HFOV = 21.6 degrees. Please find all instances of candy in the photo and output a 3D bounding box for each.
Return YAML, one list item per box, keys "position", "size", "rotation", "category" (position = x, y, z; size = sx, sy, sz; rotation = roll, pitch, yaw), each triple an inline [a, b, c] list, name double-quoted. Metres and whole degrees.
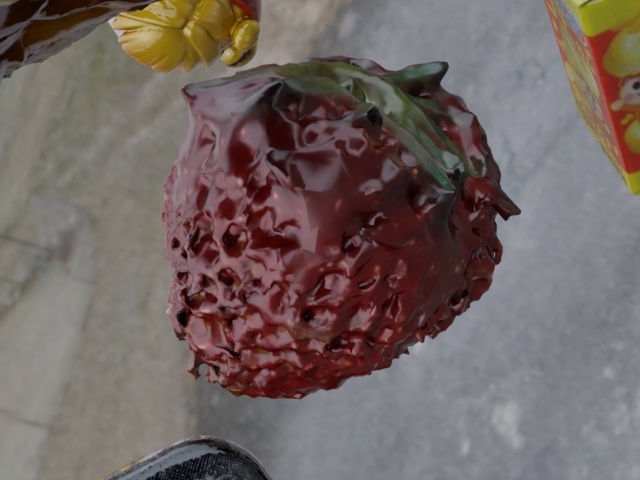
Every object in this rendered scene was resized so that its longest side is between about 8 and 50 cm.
- position: [0.274, -0.182, 1.546]
  size: [0.088, 0.276, 0.146]
  rotation: [-25, 50, 2]
  category: "candy"

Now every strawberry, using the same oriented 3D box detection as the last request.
- position: [0.000, 0.000, 0.862]
  size: [0.201, 0.184, 0.187]
  rotation: [-63, 27, 23]
  category: "strawberry"

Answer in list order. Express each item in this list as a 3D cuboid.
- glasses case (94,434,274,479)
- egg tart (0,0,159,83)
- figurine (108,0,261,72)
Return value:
- position: [-0.166, 0.232, 1.037]
  size: [0.321, 0.122, 0.082]
  rotation: [-28, 7, 0]
  category: "glasses case"
- position: [-0.170, -0.122, 0.592]
  size: [0.443, 0.178, 0.443]
  rotation: [-28, 8, 4]
  category: "egg tart"
- position: [-0.187, -0.320, 2.040]
  size: [0.196, 0.320, 0.323]
  rotation: [-59, 30, 9]
  category: "figurine"
